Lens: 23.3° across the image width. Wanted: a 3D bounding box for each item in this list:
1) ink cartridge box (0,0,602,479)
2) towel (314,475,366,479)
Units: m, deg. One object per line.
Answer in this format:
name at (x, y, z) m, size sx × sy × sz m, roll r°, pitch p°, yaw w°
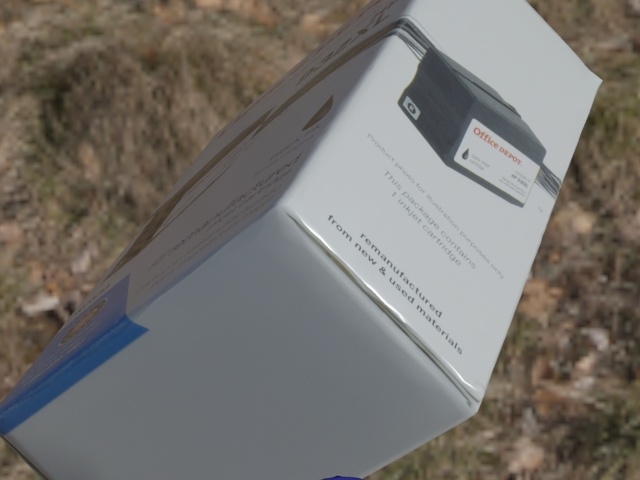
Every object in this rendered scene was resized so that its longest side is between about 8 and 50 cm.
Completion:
ink cartridge box at (0.000, 0.000, 0.808) m, size 0.223 × 0.129 × 0.307 m, roll -37°, pitch 13°, yaw 35°
towel at (-0.019, 0.214, 0.351) m, size 0.227 × 0.076 × 0.308 m, roll -17°, pitch 50°, yaw -20°
